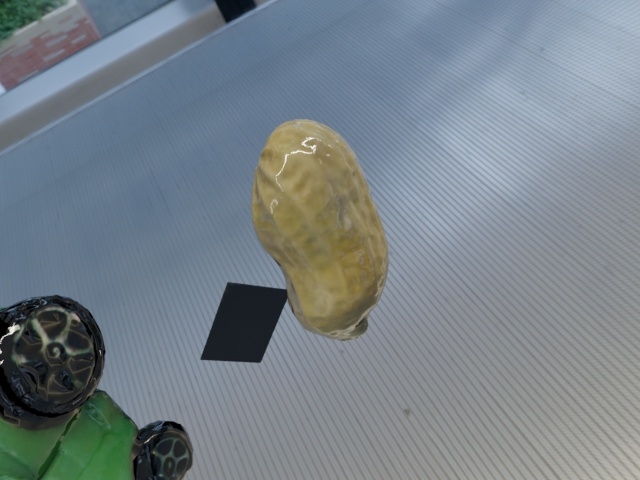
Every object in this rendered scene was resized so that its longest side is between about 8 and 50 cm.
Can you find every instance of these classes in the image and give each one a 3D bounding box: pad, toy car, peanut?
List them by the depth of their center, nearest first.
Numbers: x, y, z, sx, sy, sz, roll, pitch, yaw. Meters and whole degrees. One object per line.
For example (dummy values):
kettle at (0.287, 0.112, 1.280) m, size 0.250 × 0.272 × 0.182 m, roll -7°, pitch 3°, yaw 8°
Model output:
toy car at (-0.272, 0.170, 0.411) m, size 0.214 × 0.358 × 0.176 m, roll -14°, pitch 31°, yaw 23°
peanut at (0.006, -0.002, 0.730) m, size 0.174 × 0.339 × 0.158 m, roll -27°, pitch 17°, yaw -6°
pad at (-0.190, 0.211, 1.293) m, size 0.170 × 0.245 × 0.006 m, roll 9°, pitch 28°, yaw -28°
